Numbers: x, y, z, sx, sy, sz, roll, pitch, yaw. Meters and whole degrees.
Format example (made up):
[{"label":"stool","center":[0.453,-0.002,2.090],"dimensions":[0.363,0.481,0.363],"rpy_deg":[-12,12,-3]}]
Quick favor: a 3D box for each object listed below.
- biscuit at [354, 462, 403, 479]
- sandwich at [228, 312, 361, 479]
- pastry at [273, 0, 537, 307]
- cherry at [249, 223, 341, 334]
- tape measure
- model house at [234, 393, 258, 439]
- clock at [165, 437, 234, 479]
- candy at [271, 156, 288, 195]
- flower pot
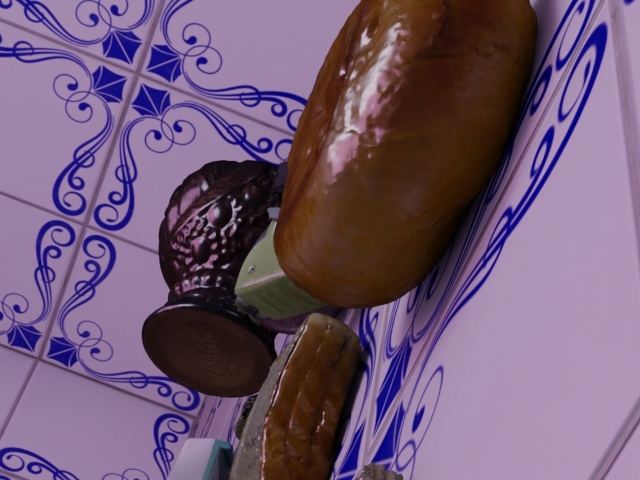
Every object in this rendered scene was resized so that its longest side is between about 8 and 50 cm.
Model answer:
[{"label":"biscuit","center":[0.001,0.292,1.115],"dimensions":[0.147,0.046,0.250],"rpy_deg":[-83,16,-70]},{"label":"sandwich","center":[-0.035,0.206,1.665],"dimensions":[0.251,0.087,0.226],"rpy_deg":[123,168,-67]},{"label":"pastry","center":[0.075,-0.100,1.377],"dimensions":[0.356,0.164,0.356],"rpy_deg":[-157,90,-80]},{"label":"cherry","center":[-0.024,0.038,1.967],"dimensions":[0.176,0.140,0.176],"rpy_deg":[22,-90,-87]},{"label":"tape measure","center":[0.000,0.000,1.793],"dimensions":[0.200,0.106,0.175],"rpy_deg":[-17,48,45]},{"label":"model house","center":[-0.085,0.266,2.086],"dimensions":[0.083,0.066,0.078],"rpy_deg":[-85,20,-66]},{"label":"clock","center":[-0.172,0.396,1.778],"dimensions":[0.231,0.116,0.262],"rpy_deg":[-74,-11,-54]},{"label":"candy","center":[0.016,-0.097,2.060],"dimensions":[0.312,0.088,0.061],"rpy_deg":[-42,-29,-73]},{"label":"flower pot","center":[-0.121,0.062,2.141],"dimensions":[0.266,0.267,0.267],"rpy_deg":[116,175,-47]}]
